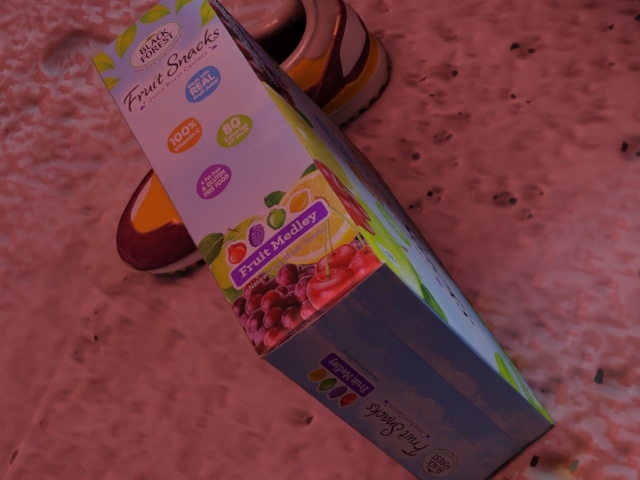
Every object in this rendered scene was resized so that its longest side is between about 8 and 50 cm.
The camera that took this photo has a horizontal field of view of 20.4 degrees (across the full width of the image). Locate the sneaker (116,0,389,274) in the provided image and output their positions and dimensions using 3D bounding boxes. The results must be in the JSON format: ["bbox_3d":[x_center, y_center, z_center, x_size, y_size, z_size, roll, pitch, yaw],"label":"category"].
[{"bbox_3d":[-0.054,-0.063,0.948,0.185,0.084,0.069,-45,48,6],"label":"sneaker"}]

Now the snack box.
[{"bbox_3d":[0.000,0.000,0.814,0.070,0.174,0.207,-38,48,8],"label":"snack box"}]
